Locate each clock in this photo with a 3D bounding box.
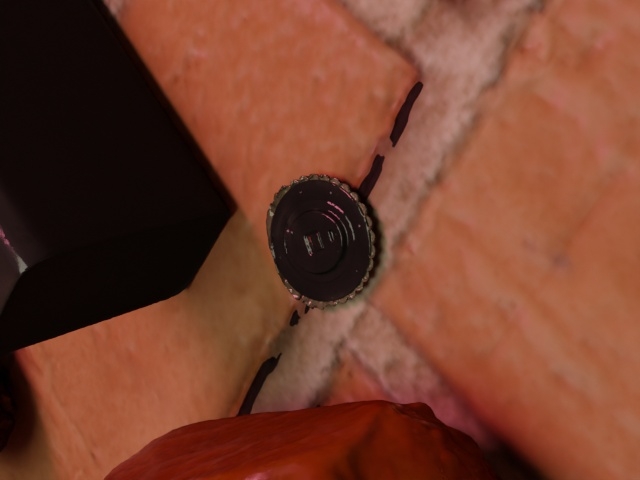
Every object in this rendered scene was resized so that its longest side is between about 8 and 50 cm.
[{"bbox_3d":[0.000,0.000,0.556,0.083,0.010,0.074,-22,85,46],"label":"clock"}]

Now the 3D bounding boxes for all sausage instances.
[{"bbox_3d":[-0.019,0.164,0.517,0.268,0.153,0.141,-17,95,47],"label":"sausage"}]

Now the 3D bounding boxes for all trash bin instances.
[{"bbox_3d":[-0.184,-0.059,0.620,0.225,0.165,0.115,52,131,18],"label":"trash bin"}]

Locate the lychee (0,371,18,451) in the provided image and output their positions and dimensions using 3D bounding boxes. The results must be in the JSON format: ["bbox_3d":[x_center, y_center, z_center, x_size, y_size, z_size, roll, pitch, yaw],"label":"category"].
[{"bbox_3d":[-0.352,0.137,0.834,0.188,0.188,0.188,14,111,42],"label":"lychee"}]
